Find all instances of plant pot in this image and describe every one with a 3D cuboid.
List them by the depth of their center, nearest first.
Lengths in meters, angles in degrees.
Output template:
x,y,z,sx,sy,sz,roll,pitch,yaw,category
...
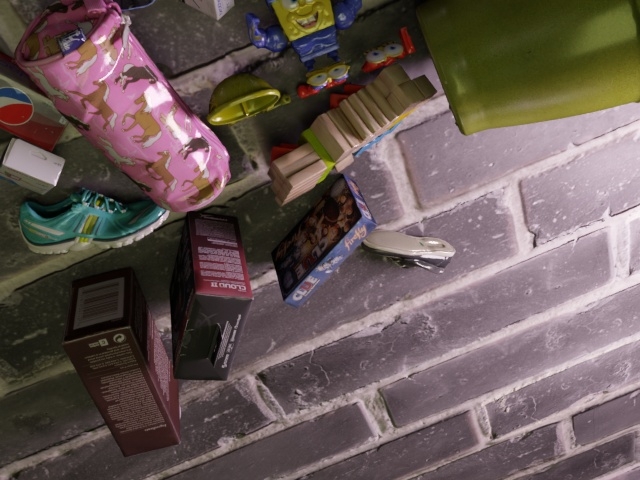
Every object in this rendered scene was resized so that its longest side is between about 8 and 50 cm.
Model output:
x,y,z,sx,sy,sz,roll,pitch,yaw,category
0.359,-0.345,1.052,0.353,0.366,0.366,-21,130,16,plant pot

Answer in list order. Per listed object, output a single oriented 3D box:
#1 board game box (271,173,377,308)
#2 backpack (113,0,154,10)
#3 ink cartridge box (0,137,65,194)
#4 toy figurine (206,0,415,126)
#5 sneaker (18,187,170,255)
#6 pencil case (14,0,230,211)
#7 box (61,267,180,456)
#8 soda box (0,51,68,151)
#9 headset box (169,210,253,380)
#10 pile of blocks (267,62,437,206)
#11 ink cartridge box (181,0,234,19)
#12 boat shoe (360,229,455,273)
x,y,z,sx,sy,sz,roll,pitch,yaw,category
0.000,0.000,1.296,0.042,0.165,0.243,30,113,-31,board game box
-0.294,-0.413,0.956,0.105,0.084,0.114,-10,124,-9,backpack
-0.500,-0.125,1.091,0.089,0.122,0.052,24,72,-29,ink cartridge box
-0.048,-0.353,1.070,0.363,0.191,0.217,-20,99,3,toy figurine
-0.423,-0.044,1.191,0.275,0.107,0.109,-10,118,-8,sneaker
-0.300,-0.206,1.034,0.160,0.167,0.386,-61,143,-21,pencil case
-0.415,0.268,1.369,0.143,0.191,0.381,-14,127,-4,box
-0.533,-0.252,1.012,0.263,0.083,0.092,28,114,-30,soda box
-0.221,0.115,1.239,0.110,0.293,0.218,8,123,-20,headset box
0.039,-0.214,1.203,0.362,0.149,0.112,-35,85,0,pile of blocks
-0.187,-0.430,0.918,0.046,0.097,0.207,-51,162,-24,ink cartridge box
0.191,0.031,1.424,0.233,0.084,0.079,9,122,-25,boat shoe
